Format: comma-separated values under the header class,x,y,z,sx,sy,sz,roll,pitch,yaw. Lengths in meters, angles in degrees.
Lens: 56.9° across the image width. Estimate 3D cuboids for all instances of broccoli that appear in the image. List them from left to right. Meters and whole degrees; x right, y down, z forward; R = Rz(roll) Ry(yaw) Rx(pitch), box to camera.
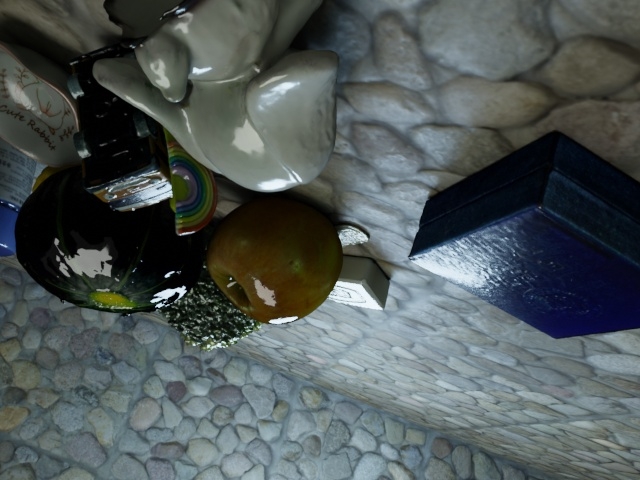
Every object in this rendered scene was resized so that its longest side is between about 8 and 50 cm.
class,x,y,z,sx,sy,sz,roll,pitch,yaw
broccoli,-0.248,0.114,1.300,0.374,0.249,0.302,5,151,22

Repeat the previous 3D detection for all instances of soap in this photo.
class,x,y,z,sx,sy,sz,roll,pitch,yaw
soap,0.041,0.080,1.209,0.183,0.064,0.121,5,151,33

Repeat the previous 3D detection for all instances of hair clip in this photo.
class,x,y,z,sx,sy,sz,roll,pitch,yaw
hair clip,-0.155,-0.096,0.683,0.033,0.189,0.060,-27,161,37

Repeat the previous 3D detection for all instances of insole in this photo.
class,x,y,z,sx,sy,sz,roll,pitch,yaw
insole,0.000,0.000,1.125,0.081,0.011,0.247,34,155,-29

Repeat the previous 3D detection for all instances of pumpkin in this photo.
class,x,y,z,sx,sy,sz,roll,pitch,yaw
pumpkin,-0.347,-0.023,0.988,0.295,0.296,0.296,18,158,7

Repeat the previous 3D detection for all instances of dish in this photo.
class,x,y,z,sx,sy,sz,roll,pitch,yaw
dish,-0.424,-0.216,0.884,0.229,0.081,0.230,18,144,14

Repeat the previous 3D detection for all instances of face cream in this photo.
class,x,y,z,sx,sy,sz,roll,pitch,yaw
face cream,-0.731,-0.102,1.208,0.248,0.225,0.249,6,164,2

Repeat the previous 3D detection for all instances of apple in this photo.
class,x,y,z,sx,sy,sz,roll,pitch,yaw
apple,-0.076,0.029,1.037,0.236,0.207,0.237,32,147,24

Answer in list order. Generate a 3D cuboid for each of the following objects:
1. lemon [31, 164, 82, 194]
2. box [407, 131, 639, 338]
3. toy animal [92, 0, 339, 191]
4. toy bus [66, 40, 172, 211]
class,x,y,z,sx,sy,sz,roll,pitch,yaw
lemon,-0.451,-0.075,1.148,0.170,0.170,0.207,-2,149,44
box,0.302,0.016,0.760,0.278,0.116,0.261,28,158,-14
toy animal,-0.079,-0.165,0.582,0.289,0.174,0.249,36,155,-32
toy bus,-0.242,-0.138,0.740,0.098,0.201,0.114,-18,155,4
